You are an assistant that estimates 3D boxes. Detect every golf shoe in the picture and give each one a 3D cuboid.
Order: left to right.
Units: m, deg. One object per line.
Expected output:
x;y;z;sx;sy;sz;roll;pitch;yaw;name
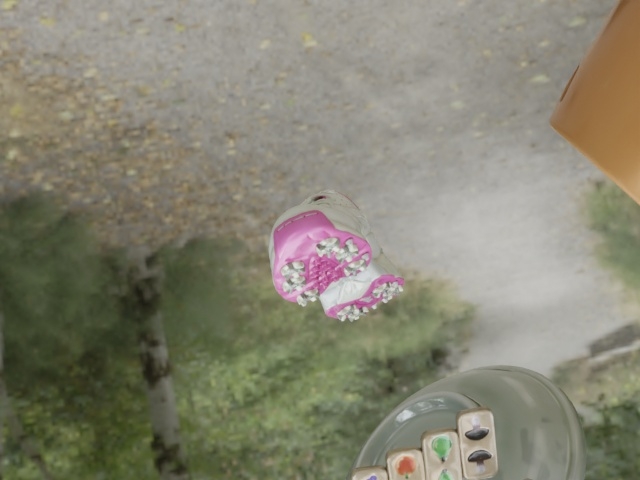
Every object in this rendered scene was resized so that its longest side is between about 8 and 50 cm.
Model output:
0.000;0.000;1.255;0.115;0.140;0.306;-27;160;7;golf shoe

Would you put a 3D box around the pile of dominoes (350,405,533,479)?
0.068;0.266;0.879;0.251;0.196;0.040;-28;-165;1;pile of dominoes

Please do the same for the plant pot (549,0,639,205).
0.349;-0.117;1.018;0.203;0.291;0.291;-48;157;13;plant pot

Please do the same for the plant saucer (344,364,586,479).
0.152;0.313;1.478;0.400;0.400;0.100;-21;128;37;plant saucer
